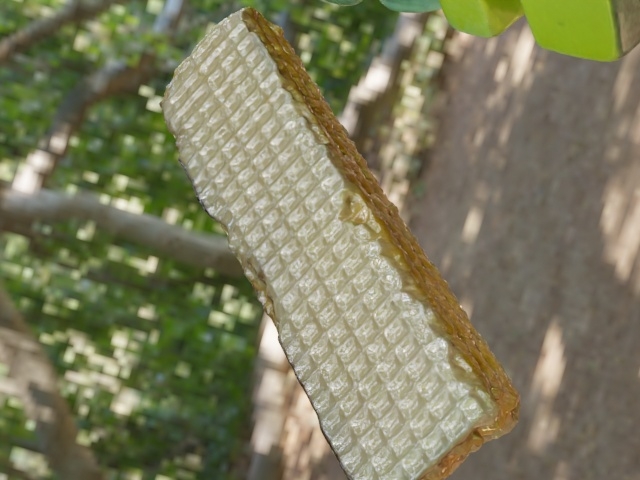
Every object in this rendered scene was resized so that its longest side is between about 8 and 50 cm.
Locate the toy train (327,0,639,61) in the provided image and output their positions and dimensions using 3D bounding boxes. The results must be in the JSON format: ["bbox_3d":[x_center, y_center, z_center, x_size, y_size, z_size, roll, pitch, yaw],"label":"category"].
[{"bbox_3d":[0.181,-0.265,1.026,0.272,0.179,0.442,18,52,46],"label":"toy train"}]

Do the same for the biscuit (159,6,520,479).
[{"bbox_3d":[0.000,0.000,1.051,0.094,0.054,0.378,-46,44,15],"label":"biscuit"}]
